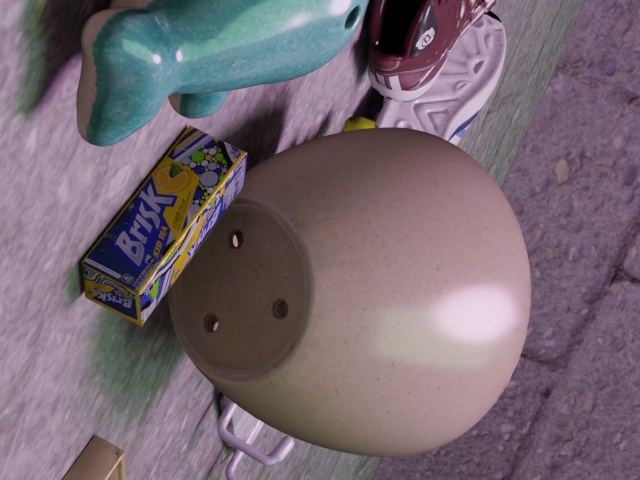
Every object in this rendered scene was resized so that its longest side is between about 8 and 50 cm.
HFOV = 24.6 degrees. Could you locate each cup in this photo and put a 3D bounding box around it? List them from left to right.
[{"bbox_3d":[-0.005,0.047,1.384,0.237,0.331,0.331,4,114,-53],"label":"cup"}]

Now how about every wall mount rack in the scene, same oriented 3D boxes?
[{"bbox_3d":[-0.020,0.174,1.897,0.304,0.130,0.350,-59,168,-22],"label":"wall mount rack"}]

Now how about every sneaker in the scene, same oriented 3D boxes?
[{"bbox_3d":[0.117,-0.132,1.893,0.323,0.130,0.236,-62,178,-29],"label":"sneaker"},{"bbox_3d":[0.140,-0.297,1.656,0.281,0.106,0.162,-62,165,-5],"label":"sneaker"}]

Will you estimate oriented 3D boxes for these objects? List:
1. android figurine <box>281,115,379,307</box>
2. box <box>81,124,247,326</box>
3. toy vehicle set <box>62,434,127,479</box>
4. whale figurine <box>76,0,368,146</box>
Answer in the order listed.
[{"bbox_3d":[0.000,0.000,1.646,0.248,0.056,0.273,123,-13,-64],"label":"android figurine"},{"bbox_3d":[-0.128,-0.014,1.222,0.169,0.059,0.054,-56,165,-32],"label":"box"},{"bbox_3d":[-0.251,0.325,1.472,0.166,0.035,0.267,-56,165,-32],"label":"toy vehicle set"},{"bbox_3d":[-0.060,-0.159,1.014,0.272,0.141,0.216,-51,163,-44],"label":"whale figurine"}]
